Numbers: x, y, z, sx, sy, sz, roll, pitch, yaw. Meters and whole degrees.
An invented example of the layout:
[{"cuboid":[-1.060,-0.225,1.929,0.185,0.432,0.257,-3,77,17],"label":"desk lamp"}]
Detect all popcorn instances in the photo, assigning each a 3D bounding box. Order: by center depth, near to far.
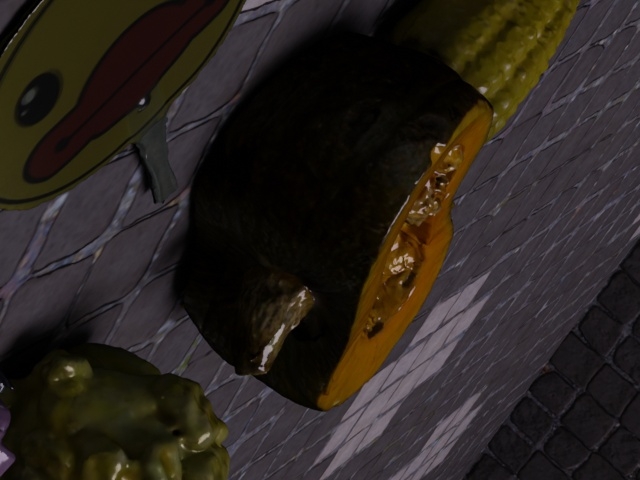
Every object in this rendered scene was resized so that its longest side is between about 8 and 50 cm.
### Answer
[{"cuboid":[-0.144,0.138,1.185,0.142,0.173,0.173,-54,167,-15],"label":"popcorn"}]

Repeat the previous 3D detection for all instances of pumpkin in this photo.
[{"cuboid":[0.000,0.000,1.275,0.222,0.139,0.317,-44,166,-29],"label":"pumpkin"}]

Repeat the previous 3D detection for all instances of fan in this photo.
[{"cuboid":[-0.103,-0.089,0.994,0.229,0.011,0.335,-45,163,-16],"label":"fan"}]

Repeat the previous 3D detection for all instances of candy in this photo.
[{"cuboid":[0.131,-0.160,1.333,0.199,0.106,0.094,-48,-176,-31],"label":"candy"}]

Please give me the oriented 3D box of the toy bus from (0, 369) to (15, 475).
[{"cuboid":[-0.220,0.074,0.865,0.096,0.108,0.199,-48,166,-4],"label":"toy bus"}]
